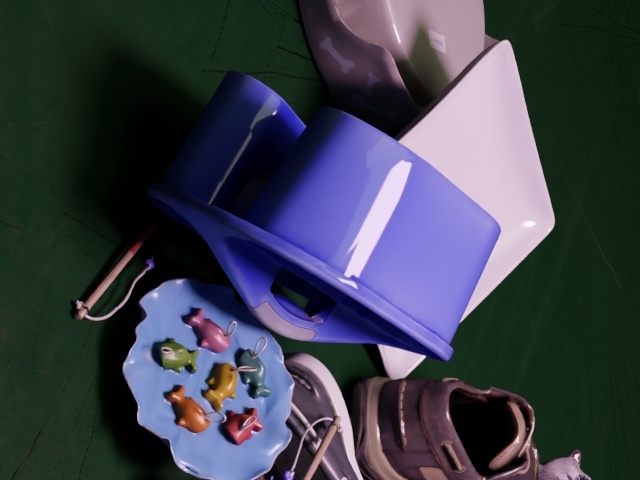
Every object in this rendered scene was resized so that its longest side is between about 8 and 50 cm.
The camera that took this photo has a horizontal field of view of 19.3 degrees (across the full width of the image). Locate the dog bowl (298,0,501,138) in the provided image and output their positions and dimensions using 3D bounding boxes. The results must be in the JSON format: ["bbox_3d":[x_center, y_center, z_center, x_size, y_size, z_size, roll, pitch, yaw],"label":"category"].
[{"bbox_3d":[0.090,-0.264,2.029,0.349,0.102,0.348,24,62,-56],"label":"dog bowl"}]

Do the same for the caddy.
[{"bbox_3d":[0.000,0.000,1.643,0.341,0.241,0.179,35,80,-52],"label":"caddy"}]

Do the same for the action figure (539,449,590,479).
[{"bbox_3d":[0.292,0.404,2.130,0.341,0.179,0.330,60,21,-79],"label":"action figure"}]

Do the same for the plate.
[{"bbox_3d":[0.121,-0.032,1.948,0.278,0.045,0.277,-44,138,-23],"label":"plate"}]

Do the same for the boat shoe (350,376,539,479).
[{"bbox_3d":[0.162,0.223,1.985,0.355,0.130,0.132,23,63,-57],"label":"boat shoe"}]

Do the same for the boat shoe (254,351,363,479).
[{"bbox_3d":[0.001,0.255,1.723,0.302,0.114,0.091,63,32,-5],"label":"boat shoe"}]

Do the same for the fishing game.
[{"bbox_3d":[-0.088,0.115,1.588,0.264,0.041,0.189,50,42,-12],"label":"fishing game"}]
